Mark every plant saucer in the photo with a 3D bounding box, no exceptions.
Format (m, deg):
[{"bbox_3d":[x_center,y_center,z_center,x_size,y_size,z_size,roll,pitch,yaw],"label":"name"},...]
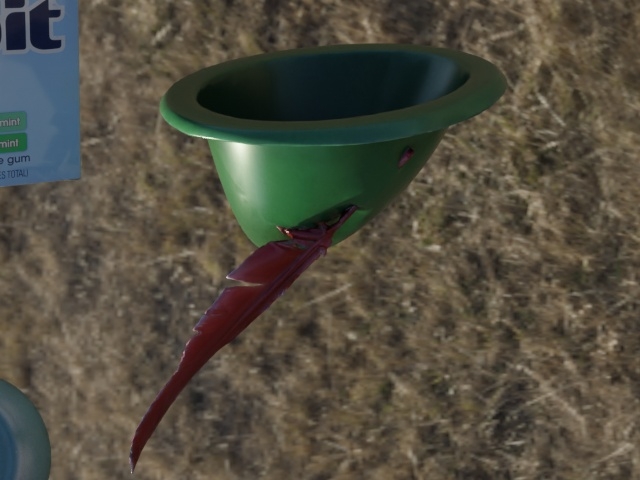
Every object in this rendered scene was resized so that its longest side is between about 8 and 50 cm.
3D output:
[{"bbox_3d":[-0.238,0.145,0.752,0.119,0.021,0.119,-1,79,5],"label":"plant saucer"}]

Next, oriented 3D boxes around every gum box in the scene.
[{"bbox_3d":[-0.208,-0.118,0.612,0.041,0.157,0.184,26,119,50],"label":"gum box"}]

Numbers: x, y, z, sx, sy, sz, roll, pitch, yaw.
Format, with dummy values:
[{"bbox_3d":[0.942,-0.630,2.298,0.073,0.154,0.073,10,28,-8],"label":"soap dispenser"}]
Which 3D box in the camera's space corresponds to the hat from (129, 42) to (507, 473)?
[{"bbox_3d":[0.000,0.000,0.639,0.208,0.173,0.184,-3,113,4],"label":"hat"}]
